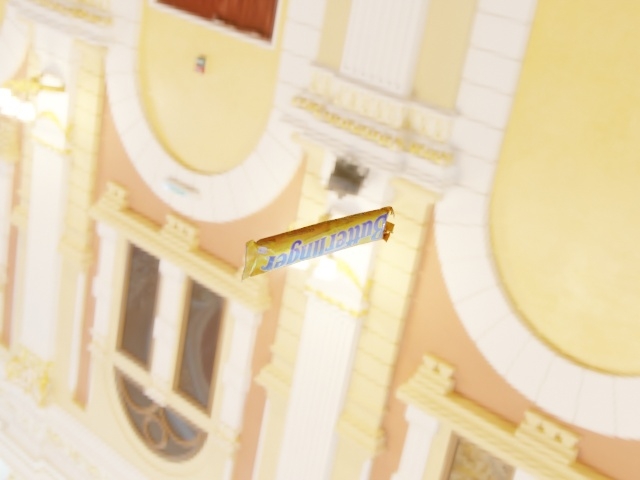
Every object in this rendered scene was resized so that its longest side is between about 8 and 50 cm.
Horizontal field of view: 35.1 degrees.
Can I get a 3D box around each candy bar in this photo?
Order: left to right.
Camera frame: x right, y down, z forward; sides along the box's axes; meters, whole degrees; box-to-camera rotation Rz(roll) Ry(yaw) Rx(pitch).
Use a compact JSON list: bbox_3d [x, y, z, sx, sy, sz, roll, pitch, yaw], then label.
[{"bbox_3d":[0.000,0.000,0.907,0.162,0.040,0.018,-15,-142,-29],"label":"candy bar"}]
